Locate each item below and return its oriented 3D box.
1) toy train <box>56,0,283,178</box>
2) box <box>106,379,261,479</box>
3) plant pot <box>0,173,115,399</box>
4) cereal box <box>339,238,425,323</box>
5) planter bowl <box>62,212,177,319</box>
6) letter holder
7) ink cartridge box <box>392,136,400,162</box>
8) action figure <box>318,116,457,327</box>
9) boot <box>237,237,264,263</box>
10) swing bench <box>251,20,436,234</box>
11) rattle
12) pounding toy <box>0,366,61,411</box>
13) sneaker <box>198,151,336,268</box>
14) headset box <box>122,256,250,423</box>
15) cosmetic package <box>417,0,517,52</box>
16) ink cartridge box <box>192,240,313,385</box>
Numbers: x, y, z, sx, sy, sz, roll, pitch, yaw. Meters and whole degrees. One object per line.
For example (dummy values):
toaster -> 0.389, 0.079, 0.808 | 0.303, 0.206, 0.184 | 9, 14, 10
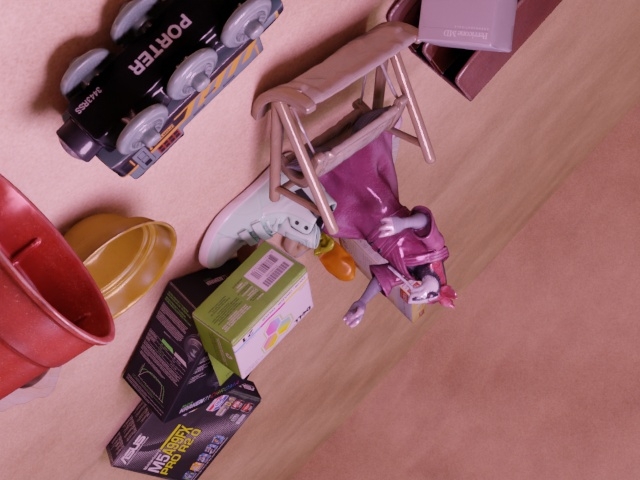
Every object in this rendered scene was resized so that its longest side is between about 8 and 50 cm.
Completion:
toy train -> -0.179, -0.216, 1.264 | 0.334, 0.142, 0.190 | -46, 173, -4
box -> -0.286, 0.384, 2.176 | 0.216, 0.060, 0.270 | 25, 111, -38
plant pot -> -0.427, 0.089, 1.194 | 0.265, 0.272, 0.272 | -37, 161, 1
cereal box -> 0.134, 0.062, 2.265 | 0.047, 0.240, 0.173 | -41, 161, -11
planter bowl -> -0.320, 0.027, 1.499 | 0.217, 0.090, 0.217 | -40, 160, -18
letter holder -> 0.280, -0.420, 1.751 | 0.302, 0.152, 0.214 | -48, 159, 7
ink cartridge box -> 0.090, -0.128, 2.131 | 0.145, 0.045, 0.179 | -21, 131, -48
action figure -> 0.124, -0.019, 1.901 | 0.275, 0.370, 0.248 | -37, 172, -45
boot -> -0.104, -0.014, 1.932 | 0.087, 0.042, 0.118 | -26, 153, -49
swing bench -> 0.037, -0.195, 1.660 | 0.253, 0.165, 0.255 | -34, 133, -27
rattle -> 0.000, 0.000, 2.037 | 0.130, 0.143, 0.200 | -20, 160, -13
pounding toy -> -0.476, 0.142, 1.446 | 0.269, 0.154, 0.154 | -4, 107, -75
sneaker -> -0.089, -0.015, 1.797 | 0.256, 0.151, 0.094 | -46, 162, 5
headset box -> -0.203, 0.171, 1.959 | 0.246, 0.131, 0.283 | -20, 147, -52
cosmetic package -> 0.231, -0.408, 1.560 | 0.107, 0.127, 0.238 | -2, 99, -62
ink cartridge box -> -0.104, 0.152, 1.800 | 0.189, 0.097, 0.255 | -45, 151, -23
